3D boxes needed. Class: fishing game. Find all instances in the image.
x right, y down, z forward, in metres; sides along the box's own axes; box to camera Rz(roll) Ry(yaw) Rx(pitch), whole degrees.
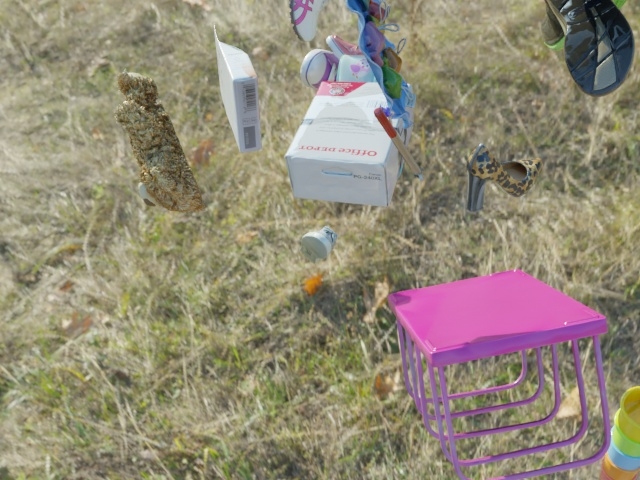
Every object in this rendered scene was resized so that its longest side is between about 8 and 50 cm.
[{"bbox_3d":[0.066,-0.198,0.736,0.041,0.189,0.264,-17,63,16],"label":"fishing game"}]

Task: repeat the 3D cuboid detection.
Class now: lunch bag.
[{"bbox_3d":[0.108,-0.233,1.485,0.108,0.279,0.224,2,84,18],"label":"lunch bag"}]

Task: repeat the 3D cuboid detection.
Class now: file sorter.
[{"bbox_3d":[0.223,0.168,0.972,0.202,0.182,0.290,-11,9,-3],"label":"file sorter"}]

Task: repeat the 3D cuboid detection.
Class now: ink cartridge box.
[{"bbox_3d":[-0.137,-0.255,1.230,0.045,0.145,0.179,-10,47,-10],"label":"ink cartridge box"},{"bbox_3d":[0.037,-0.110,0.824,0.109,0.063,0.150,6,46,16],"label":"ink cartridge box"}]

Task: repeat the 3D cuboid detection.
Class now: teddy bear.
[{"bbox_3d":[-0.340,-0.191,1.501,0.113,0.245,0.338,-22,79,-7],"label":"teddy bear"}]

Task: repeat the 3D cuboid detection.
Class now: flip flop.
[{"bbox_3d":[0.457,-0.358,1.264,0.112,0.080,0.277,-24,57,21],"label":"flip flop"}]

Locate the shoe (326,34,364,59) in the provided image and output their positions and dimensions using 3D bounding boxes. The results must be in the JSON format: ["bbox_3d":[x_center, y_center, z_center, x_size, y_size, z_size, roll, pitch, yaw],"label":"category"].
[{"bbox_3d":[0.103,-0.457,1.812,0.178,0.081,0.063,41,27,-9],"label":"shoe"}]

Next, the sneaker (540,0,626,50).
[{"bbox_3d":[0.548,-0.568,1.588,0.185,0.483,0.202,-34,77,1],"label":"sneaker"}]

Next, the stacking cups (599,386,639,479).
[{"bbox_3d":[0.620,0.411,1.500,0.096,0.316,0.096,-3,50,4],"label":"stacking cups"}]

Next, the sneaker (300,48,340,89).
[{"bbox_3d":[0.077,-0.405,1.888,0.161,0.282,0.102,28,103,31],"label":"sneaker"}]

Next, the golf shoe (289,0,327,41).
[{"bbox_3d":[-0.015,-0.481,1.453,0.086,0.186,0.067,11,29,19],"label":"golf shoe"}]

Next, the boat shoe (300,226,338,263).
[{"bbox_3d":[0.001,0.001,1.927,0.079,0.227,0.081,43,76,1],"label":"boat shoe"}]

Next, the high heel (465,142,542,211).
[{"bbox_3d":[0.461,-0.193,1.812,0.261,0.186,0.093,-29,47,-23],"label":"high heel"}]
